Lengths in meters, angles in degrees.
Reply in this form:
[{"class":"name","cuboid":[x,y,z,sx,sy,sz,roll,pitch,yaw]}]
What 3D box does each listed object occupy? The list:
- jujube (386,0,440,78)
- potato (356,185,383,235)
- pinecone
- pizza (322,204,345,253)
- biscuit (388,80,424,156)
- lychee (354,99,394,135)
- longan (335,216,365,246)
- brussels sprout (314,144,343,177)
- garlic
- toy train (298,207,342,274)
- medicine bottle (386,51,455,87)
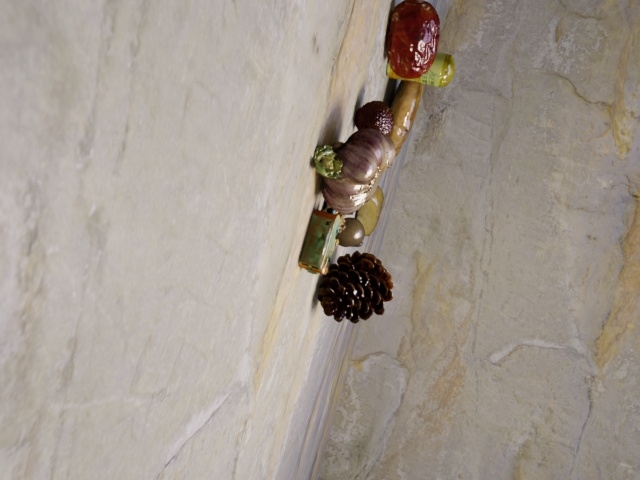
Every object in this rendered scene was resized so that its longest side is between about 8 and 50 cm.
[{"class":"jujube","cuboid":[0.304,-0.662,1.817,0.174,0.174,0.250,-63,163,-47]},{"class":"potato","cuboid":[0.199,-0.135,2.218,0.138,0.098,0.243,-65,167,-47]},{"class":"pinecone","cuboid":[0.107,0.172,1.854,0.292,0.247,0.246,-26,133,-50]},{"class":"pizza","cuboid":[0.039,-0.053,1.604,0.147,0.069,0.226,74,33,-73]},{"class":"biscuit","cuboid":[0.334,-0.539,2.256,0.429,0.104,0.445,111,-1,-68]},{"class":"lychee","cuboid":[0.163,-0.364,1.658,0.123,0.124,0.128,78,32,-67]},{"class":"longan","cuboid":[0.098,-0.021,1.830,0.119,0.106,0.106,53,44,-33]},{"class":"brussels sprout","cuboid":[0.012,-0.189,1.318,0.085,0.058,0.085,-3,94,-41]},{"class":"garlic","cuboid":[0.084,-0.190,1.435,0.244,0.161,0.245,-54,173,-9]},{"class":"toy train","cuboid":[0.000,0.000,1.475,0.099,0.072,0.187,21,85,-73]},{"class":"medicine bottle","cuboid":[0.366,-0.629,1.996,0.124,0.239,0.124,16,90,-76]}]
